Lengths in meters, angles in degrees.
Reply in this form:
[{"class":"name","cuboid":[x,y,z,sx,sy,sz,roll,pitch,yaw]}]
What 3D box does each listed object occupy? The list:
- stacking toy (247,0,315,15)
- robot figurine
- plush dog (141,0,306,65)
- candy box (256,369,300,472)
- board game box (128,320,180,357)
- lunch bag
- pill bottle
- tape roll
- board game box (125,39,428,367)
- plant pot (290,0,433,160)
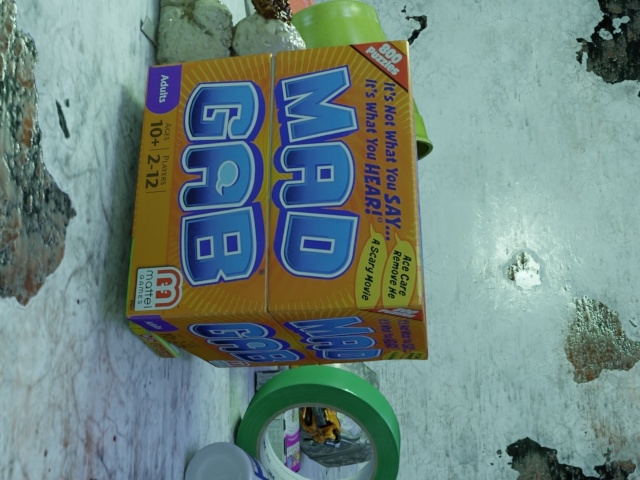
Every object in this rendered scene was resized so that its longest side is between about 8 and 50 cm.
[{"class":"stacking toy","cuboid":[-0.123,-0.492,1.743,0.279,0.130,0.309,-19,104,-53]},{"class":"robot figurine","cuboid":[-0.020,0.376,1.741,0.211,0.085,0.291,61,10,-51]},{"class":"plush dog","cuboid":[-0.132,-0.289,1.082,0.211,0.225,0.263,-81,165,-52]},{"class":"candy box","cuboid":[-0.095,0.412,1.568,0.159,0.071,0.234,48,40,-76]},{"class":"board game box","cuboid":[-0.224,0.028,1.013,0.124,0.039,0.260,72,20,-60]},{"class":"lunch bag","cuboid":[0.030,0.463,1.944,0.256,0.212,0.305,45,36,-43]},{"class":"pill bottle","cuboid":[-0.144,0.407,1.146,0.187,0.111,0.112,70,19,-61]},{"class":"tape roll","cuboid":[-0.003,0.405,1.364,0.077,0.321,0.322,-66,151,-71]},{"class":"board game box","cuboid":[-0.032,-0.024,1.013,0.356,0.356,0.357,64,24,-68]},{"class":"plant pot","cuboid":[0.049,-0.346,1.610,0.366,0.366,0.353,28,52,-79]}]
